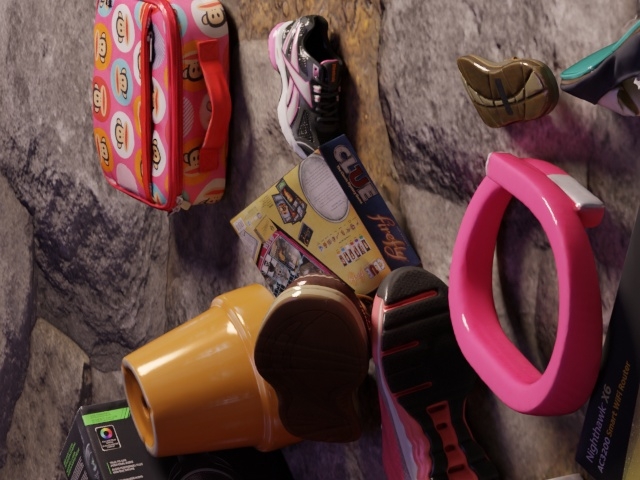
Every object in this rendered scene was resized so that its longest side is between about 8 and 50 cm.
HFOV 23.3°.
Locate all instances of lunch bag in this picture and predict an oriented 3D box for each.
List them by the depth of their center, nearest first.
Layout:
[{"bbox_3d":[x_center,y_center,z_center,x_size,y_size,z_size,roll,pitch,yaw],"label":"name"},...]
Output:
[{"bbox_3d":[-0.199,-0.189,2.050,0.258,0.120,0.293,27,121,51],"label":"lunch bag"}]

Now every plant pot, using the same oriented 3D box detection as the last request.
[{"bbox_3d":[-0.136,0.176,1.907,0.205,0.187,0.205,163,90,-71],"label":"plant pot"}]

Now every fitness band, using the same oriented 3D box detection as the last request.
[{"bbox_3d":[0.184,0.038,1.410,0.291,0.054,0.209,-127,43,-66],"label":"fitness band"}]

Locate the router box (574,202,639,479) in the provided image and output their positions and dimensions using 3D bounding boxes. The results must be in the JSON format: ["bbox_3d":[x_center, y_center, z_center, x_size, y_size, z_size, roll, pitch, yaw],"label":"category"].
[{"bbox_3d":[0.330,0.109,1.215,0.243,0.081,0.309,43,133,49],"label":"router box"}]

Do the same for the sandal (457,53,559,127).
[{"bbox_3d":[0.181,-0.144,1.443,0.180,0.049,0.072,12,124,69],"label":"sandal"}]

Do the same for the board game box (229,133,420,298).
[{"bbox_3d":[0.000,0.000,1.763,0.165,0.042,0.243,60,148,3],"label":"board game box"}]

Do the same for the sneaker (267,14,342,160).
[{"bbox_3d":[-0.007,-0.173,1.756,0.077,0.072,0.178,-24,82,49],"label":"sneaker"}]

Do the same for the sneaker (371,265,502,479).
[{"bbox_3d":[0.096,0.187,1.616,0.136,0.115,0.314,-22,78,61],"label":"sneaker"}]

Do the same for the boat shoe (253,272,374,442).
[{"bbox_3d":[0.004,0.106,1.688,0.342,0.123,0.123,80,-162,-60],"label":"boat shoe"}]

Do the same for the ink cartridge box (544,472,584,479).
[{"bbox_3d":[0.234,0.335,1.443,0.191,0.082,0.140,60,144,35],"label":"ink cartridge box"}]

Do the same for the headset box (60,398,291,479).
[{"bbox_3d":[-0.174,0.325,1.997,0.283,0.246,0.131,65,147,29],"label":"headset box"}]

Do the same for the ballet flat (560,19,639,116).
[{"bbox_3d":[0.259,-0.139,1.282,0.203,0.074,0.074,146,113,-72],"label":"ballet flat"}]
